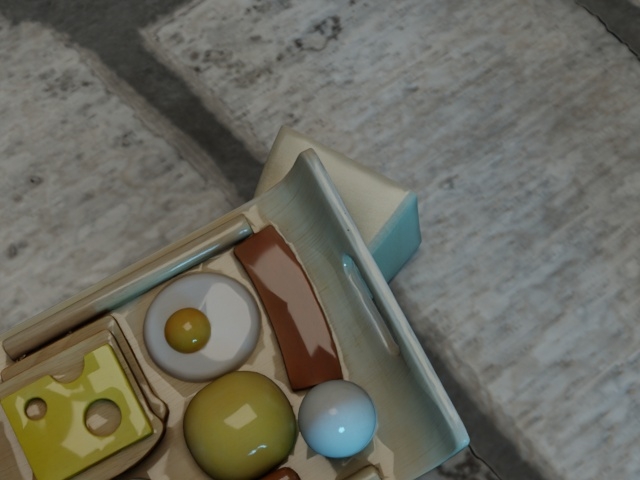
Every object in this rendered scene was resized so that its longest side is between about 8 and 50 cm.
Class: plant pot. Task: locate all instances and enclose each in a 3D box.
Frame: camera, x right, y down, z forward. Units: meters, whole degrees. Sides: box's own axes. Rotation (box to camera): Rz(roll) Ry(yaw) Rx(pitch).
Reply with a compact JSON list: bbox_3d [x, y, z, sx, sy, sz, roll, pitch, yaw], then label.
[{"bbox_3d":[0.000,0.000,1.054,0.109,0.109,0.096,28,77,14],"label":"plant pot"}]

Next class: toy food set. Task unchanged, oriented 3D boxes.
[{"bbox_3d":[-0.089,0.106,0.942,0.306,0.092,0.220,-28,77,-3],"label":"toy food set"}]
